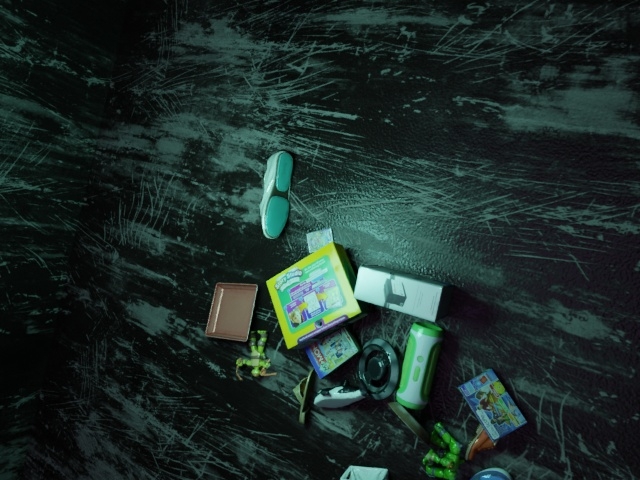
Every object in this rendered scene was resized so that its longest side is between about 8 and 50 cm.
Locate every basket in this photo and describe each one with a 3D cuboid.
[{"bbox_3d":[0.176,0.956,1.638,0.167,0.113,0.103,-9,86,26],"label":"basket"}]

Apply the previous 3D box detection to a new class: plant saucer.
[{"bbox_3d":[0.330,0.659,1.543,0.036,0.198,0.198,-45,67,-5],"label":"plant saucer"},{"bbox_3d":[-0.405,0.332,1.975,0.259,0.048,0.259,-1,70,31],"label":"plant saucer"}]

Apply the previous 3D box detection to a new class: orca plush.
[{"bbox_3d":[0.087,0.597,1.708,0.287,0.151,0.102,-46,21,44],"label":"orca plush"}]

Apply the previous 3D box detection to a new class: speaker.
[{"bbox_3d":[0.366,0.459,1.562,0.131,0.131,0.296,14,93,27],"label":"speaker"}]

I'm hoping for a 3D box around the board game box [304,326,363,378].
[{"bbox_3d":[0.011,0.383,1.772,0.213,0.046,0.317,-41,62,17],"label":"board game box"}]

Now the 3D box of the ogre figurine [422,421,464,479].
[{"bbox_3d":[0.448,0.774,1.526,0.118,0.097,0.197,14,77,45],"label":"ogre figurine"}]

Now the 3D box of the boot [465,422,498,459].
[{"bbox_3d":[0.569,0.720,1.486,0.085,0.059,0.158,30,99,20],"label":"boot"}]

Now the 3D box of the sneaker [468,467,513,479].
[{"bbox_3d":[0.499,0.911,1.405,0.323,0.236,0.130,-44,69,18],"label":"sneaker"}]

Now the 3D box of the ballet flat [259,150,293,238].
[{"bbox_3d":[-0.211,-0.205,1.917,0.139,0.139,0.400,6,85,27],"label":"ballet flat"}]

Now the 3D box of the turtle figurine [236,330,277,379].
[{"bbox_3d":[-0.277,0.519,1.907,0.270,0.087,0.217,-13,70,41],"label":"turtle figurine"}]

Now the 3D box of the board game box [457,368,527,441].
[{"bbox_3d":[0.594,0.570,1.468,0.136,0.035,0.201,-30,71,2],"label":"board game box"}]

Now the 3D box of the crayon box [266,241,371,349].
[{"bbox_3d":[-0.018,0.229,1.732,0.363,0.106,0.313,-31,64,22],"label":"crayon box"}]

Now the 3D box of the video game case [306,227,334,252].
[{"bbox_3d":[0.000,0.000,1.847,0.122,0.011,0.087,-13,80,25],"label":"video game case"}]

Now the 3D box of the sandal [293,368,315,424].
[{"bbox_3d":[-0.083,0.659,1.801,0.079,0.088,0.240,9,96,21],"label":"sandal"}]

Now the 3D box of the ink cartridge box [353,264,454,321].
[{"bbox_3d":[0.309,0.187,1.559,0.308,0.223,0.129,14,93,27],"label":"ink cartridge box"}]

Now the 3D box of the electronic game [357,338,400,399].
[{"bbox_3d":[0.222,0.497,1.638,0.229,0.048,0.229,-20,64,50],"label":"electronic game"}]
